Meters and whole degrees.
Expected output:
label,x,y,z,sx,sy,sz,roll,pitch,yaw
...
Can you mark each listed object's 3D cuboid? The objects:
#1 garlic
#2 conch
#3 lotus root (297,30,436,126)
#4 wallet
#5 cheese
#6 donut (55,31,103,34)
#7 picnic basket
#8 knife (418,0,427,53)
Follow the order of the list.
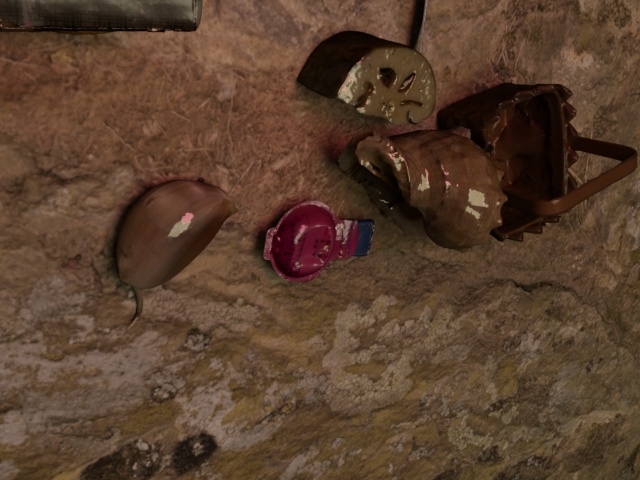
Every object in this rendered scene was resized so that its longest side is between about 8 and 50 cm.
label,x,y,z,sx,sy,sz,roll,pitch,yaw
garlic,-0.249,0.011,1.099,0.266,0.128,0.148,-44,118,0
conch,0.181,-0.110,1.276,0.324,0.263,0.186,43,59,-24
lotus root,0.091,-0.274,1.209,0.235,0.119,0.138,4,106,-36
wallet,-0.293,-0.322,0.818,0.317,0.044,0.169,-6,119,-19
cheese,0.000,0.000,1.293,0.244,0.062,0.155,-5,112,-37
donut,-0.289,-0.372,0.890,0.253,0.118,0.253,-9,118,-18
picnic basket,0.400,-0.148,1.373,0.254,0.321,0.291,-25,120,-23
knife,0.184,-0.420,1.267,0.034,0.063,0.260,7,109,2
